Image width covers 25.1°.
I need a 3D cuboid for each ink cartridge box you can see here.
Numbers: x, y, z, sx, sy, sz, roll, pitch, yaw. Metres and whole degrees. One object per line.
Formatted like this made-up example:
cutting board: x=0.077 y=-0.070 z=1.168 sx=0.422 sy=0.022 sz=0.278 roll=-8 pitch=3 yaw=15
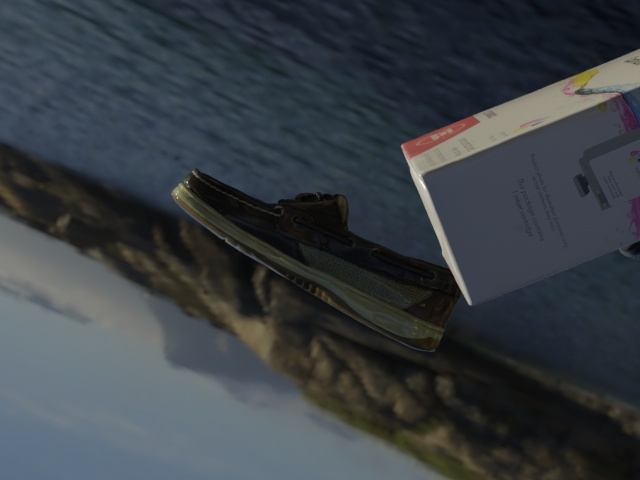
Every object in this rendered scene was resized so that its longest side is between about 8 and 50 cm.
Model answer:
ink cartridge box: x=0.143 y=-0.046 z=0.657 sx=0.115 sy=0.198 sz=0.067 roll=-96 pitch=-15 yaw=-80

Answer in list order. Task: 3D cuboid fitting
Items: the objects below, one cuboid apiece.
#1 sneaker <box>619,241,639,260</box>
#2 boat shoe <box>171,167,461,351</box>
sneaker: x=0.343 y=-0.005 z=1.381 sx=0.106 sy=0.078 sz=0.234 roll=42 pitch=-163 yaw=12
boat shoe: x=0.000 y=0.000 z=1.047 sx=0.223 sy=0.073 sz=0.080 roll=30 pitch=179 yaw=6
